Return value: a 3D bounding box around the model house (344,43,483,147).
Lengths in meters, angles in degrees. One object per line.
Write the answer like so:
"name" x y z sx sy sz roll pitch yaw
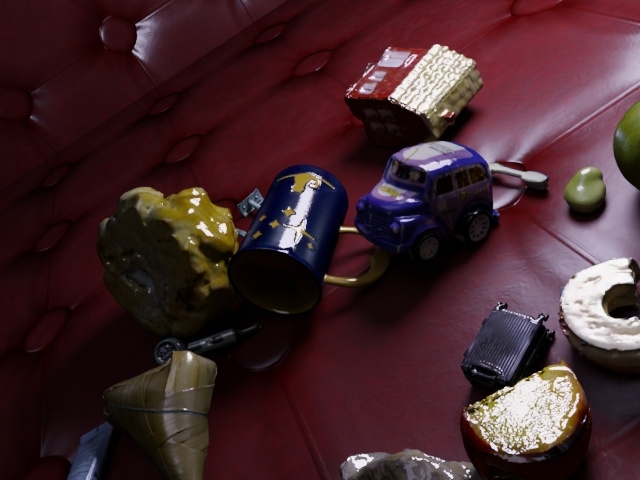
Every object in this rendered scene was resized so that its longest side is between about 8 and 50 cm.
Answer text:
"model house" 0.217 -0.307 1.277 0.196 0.160 0.254 -47 40 -18

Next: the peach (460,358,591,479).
"peach" 0.246 0.222 0.692 0.172 0.092 0.127 -35 33 -33

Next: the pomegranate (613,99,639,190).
"pomegranate" 0.506 -0.157 0.845 0.179 0.210 0.179 -41 14 13

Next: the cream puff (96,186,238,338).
"cream puff" -0.270 0.023 1.188 0.324 0.291 0.257 -38 0 38

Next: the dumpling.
"dumpling" 0.149 0.320 0.663 0.166 0.086 0.332 -42 41 -8

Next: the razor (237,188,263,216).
"razor" -0.132 -0.069 1.369 0.068 0.040 0.135 -44 42 -14

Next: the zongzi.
"zongzi" -0.270 0.334 0.973 0.228 0.115 0.256 -27 57 30

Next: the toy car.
"toy car" 0.174 -0.076 1.008 0.235 0.158 0.172 -21 32 -24

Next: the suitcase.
"suitcase" 0.253 0.151 0.800 0.086 0.059 0.126 13 58 46

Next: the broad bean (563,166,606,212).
"broad bean" 0.427 -0.081 0.951 0.063 0.045 0.083 9 60 28

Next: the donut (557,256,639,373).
"donut" 0.367 0.101 0.764 0.108 0.065 0.166 -12 42 27

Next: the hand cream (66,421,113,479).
"hand cream" -0.403 0.425 0.985 0.091 0.058 0.271 -34 30 18

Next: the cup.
"cup" -0.013 0.009 1.123 0.178 0.255 0.256 -52 12 47

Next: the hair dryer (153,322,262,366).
"hair dryer" -0.202 0.187 1.088 0.197 0.100 0.057 -20 76 -7

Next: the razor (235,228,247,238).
"razor" -0.217 -0.022 1.375 0.211 0.036 0.084 18 57 46

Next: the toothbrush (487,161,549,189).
"toothbrush" 0.307 -0.138 1.118 0.026 0.028 0.294 -43 36 -15
